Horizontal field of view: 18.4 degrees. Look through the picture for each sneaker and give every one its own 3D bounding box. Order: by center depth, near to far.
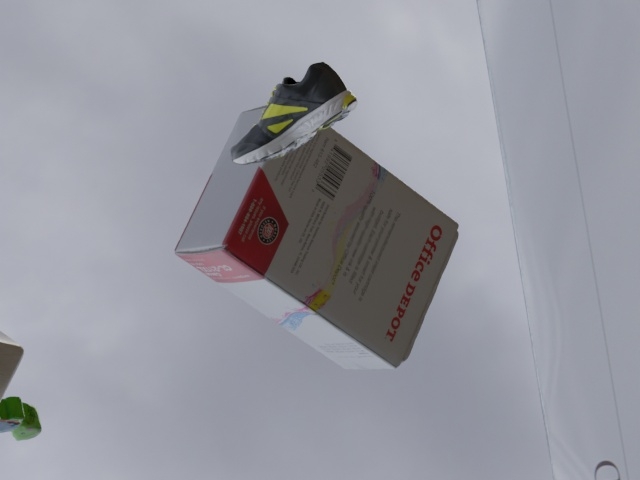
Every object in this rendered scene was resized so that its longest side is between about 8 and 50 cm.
[{"bbox_3d":[-0.018,-0.069,1.082,0.035,0.083,0.031,64,-154,5],"label":"sneaker"}]

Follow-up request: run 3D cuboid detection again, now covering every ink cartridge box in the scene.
[{"bbox_3d":[0.000,0.000,1.444,0.175,0.072,0.127,36,-114,-28],"label":"ink cartridge box"}]

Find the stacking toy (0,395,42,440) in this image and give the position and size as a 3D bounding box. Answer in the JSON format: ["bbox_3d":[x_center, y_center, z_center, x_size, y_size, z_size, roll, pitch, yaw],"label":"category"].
[{"bbox_3d":[-0.259,0.180,1.240,0.221,0.052,0.167,2,-125,-33],"label":"stacking toy"}]

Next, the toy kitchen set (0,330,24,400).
[{"bbox_3d":[-0.281,0.099,0.985,0.166,0.207,0.122,31,-174,34],"label":"toy kitchen set"}]

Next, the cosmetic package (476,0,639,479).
[{"bbox_3d":[0.204,-0.018,0.651,0.097,0.284,0.377,0,-99,-55],"label":"cosmetic package"}]
